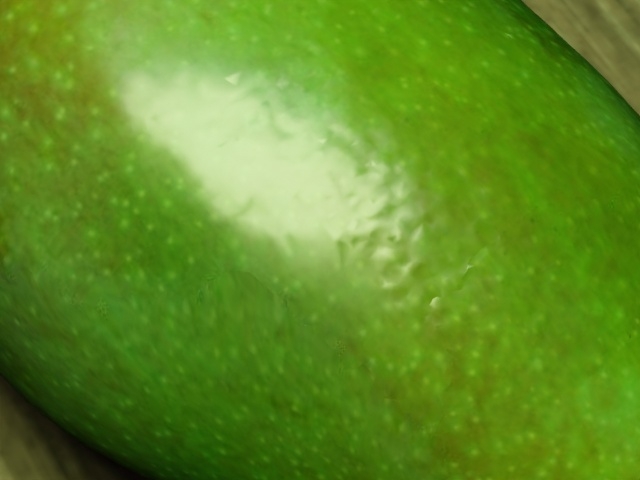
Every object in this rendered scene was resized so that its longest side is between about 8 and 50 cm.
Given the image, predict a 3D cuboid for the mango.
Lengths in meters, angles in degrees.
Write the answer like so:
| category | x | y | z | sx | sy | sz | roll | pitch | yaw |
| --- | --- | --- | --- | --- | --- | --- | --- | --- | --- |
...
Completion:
| category | x | y | z | sx | sy | sz | roll | pitch | yaw |
| --- | --- | --- | --- | --- | --- | --- | --- | --- | --- |
| mango | 0.000 | 0.000 | 0.630 | 0.382 | 0.201 | 0.225 | 43 | 46 | 13 |
